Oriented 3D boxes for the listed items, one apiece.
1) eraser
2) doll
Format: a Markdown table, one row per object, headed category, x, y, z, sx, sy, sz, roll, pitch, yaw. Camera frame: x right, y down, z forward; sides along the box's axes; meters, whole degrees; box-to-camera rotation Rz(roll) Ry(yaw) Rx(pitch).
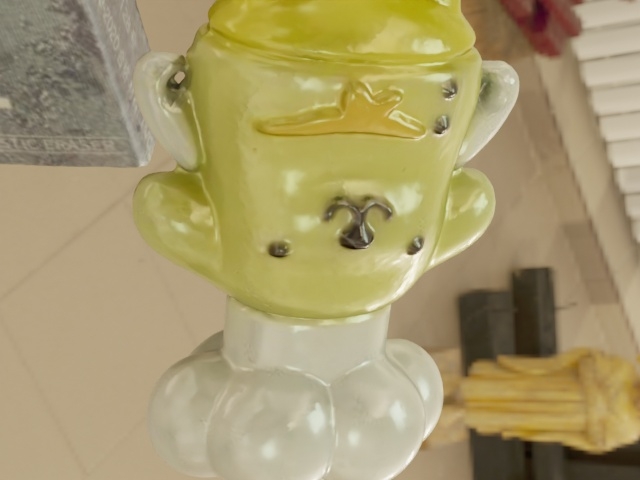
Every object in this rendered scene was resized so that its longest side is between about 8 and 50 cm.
| category | x | y | z | sx | sy | sz | roll | pitch | yaw |
| --- | --- | --- | --- | --- | --- | --- | --- | --- | --- |
| eraser | -0.129 | -0.113 | 0.531 | 0.212 | 0.092 | 0.046 | 78 | 17 | -51 |
| doll | 0.000 | 0.000 | 0.367 | 0.106 | 0.062 | 0.162 | -2 | 114 | -18 |
